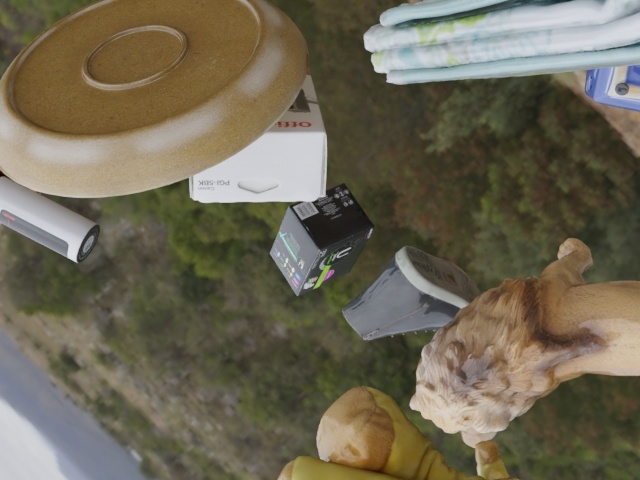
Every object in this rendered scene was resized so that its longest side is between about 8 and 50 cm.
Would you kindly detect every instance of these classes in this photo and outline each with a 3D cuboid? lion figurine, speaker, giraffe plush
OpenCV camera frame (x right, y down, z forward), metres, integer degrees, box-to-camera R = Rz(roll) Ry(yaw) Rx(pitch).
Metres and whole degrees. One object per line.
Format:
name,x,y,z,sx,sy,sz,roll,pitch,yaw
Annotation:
lion figurine,0.282,0.080,0.901,0.392,0.240,0.142,-13,102,35
speaker,-0.343,-0.026,1.270,0.136,0.055,0.055,27,159,5
giraffe plush,0.092,0.185,0.581,0.210,0.181,0.170,18,167,-31

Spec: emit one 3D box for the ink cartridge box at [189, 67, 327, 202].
ink cartridge box,-0.051,-0.087,0.783,0.135,0.099,0.056,-103,14,-57

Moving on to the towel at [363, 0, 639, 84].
towel,0.273,-0.211,0.995,0.375,0.321,0.090,0,100,35

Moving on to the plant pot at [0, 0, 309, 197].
plant pot,-0.127,-0.120,0.729,0.236,0.236,0.032,32,149,38

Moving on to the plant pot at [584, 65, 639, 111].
plant pot,0.517,-0.290,1.498,0.236,0.212,0.235,12,109,12

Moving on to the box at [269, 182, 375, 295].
box,0.000,0.000,0.914,0.052,0.062,0.083,56,151,20

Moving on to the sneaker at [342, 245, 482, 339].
sneaker,0.125,0.085,1.303,0.222,0.118,0.083,29,-150,-44

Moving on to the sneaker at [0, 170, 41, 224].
sneaker,-0.515,-0.034,1.623,0.124,0.180,0.321,45,166,0
